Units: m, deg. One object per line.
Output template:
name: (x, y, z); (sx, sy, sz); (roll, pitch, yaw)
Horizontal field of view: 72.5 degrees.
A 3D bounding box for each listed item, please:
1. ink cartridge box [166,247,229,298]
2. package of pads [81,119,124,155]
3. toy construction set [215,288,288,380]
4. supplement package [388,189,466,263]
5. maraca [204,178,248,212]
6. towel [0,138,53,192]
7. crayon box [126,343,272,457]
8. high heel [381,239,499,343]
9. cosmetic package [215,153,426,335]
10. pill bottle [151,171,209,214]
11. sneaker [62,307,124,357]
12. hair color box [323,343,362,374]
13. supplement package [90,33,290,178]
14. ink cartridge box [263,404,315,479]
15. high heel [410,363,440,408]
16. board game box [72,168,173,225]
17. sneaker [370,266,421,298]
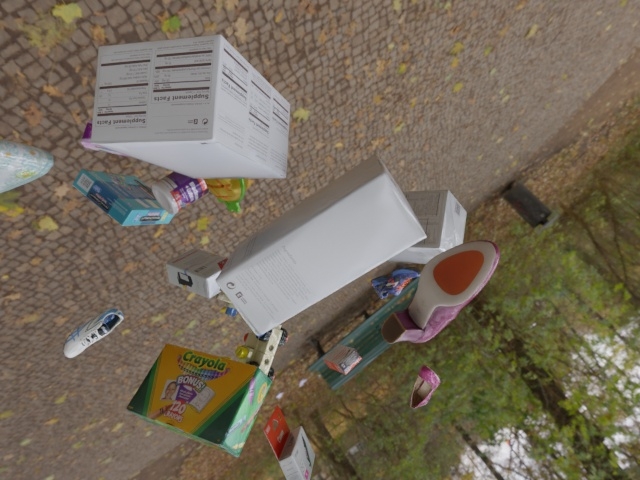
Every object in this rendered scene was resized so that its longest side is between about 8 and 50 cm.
ink cartridge box: (-0.362, 0.096, 1.337); (0.127, 0.175, 0.073); (-34, 131, -49)
package of pads: (-0.384, -0.186, 0.795); (0.083, 0.050, 0.032); (11, 165, -4)
toy construction set: (-0.207, 0.285, 1.159); (0.151, 0.215, 0.328); (10, 87, -43)
supplement package: (0.324, -0.040, 1.473); (0.199, 0.262, 0.198); (30, 67, -50)
maraca: (-0.232, -0.143, 1.072); (0.099, 0.127, 0.186); (-36, 160, -31)
towel: (-0.971, -0.170, 1.153); (0.374, 0.090, 0.320); (-23, -179, 8)
crayon box: (-0.264, 0.339, 0.955); (0.165, 0.278, 0.081); (-65, 145, -33)
high heel: (0.308, 0.124, 1.045); (0.181, 0.127, 0.377); (-1, 145, -39)
cosmetic package: (0.000, 0.000, 0.893); (0.384, 0.156, 0.217); (-30, -164, 15)
pill bottle: (-0.398, -0.172, 1.321); (0.193, 0.108, 0.108); (-41, 161, -29)
sneaker: (-0.846, 0.342, 1.630); (0.237, 0.086, 0.085); (-46, 125, -33)
hair color box: (0.084, 0.467, 1.723); (0.093, 0.053, 0.167); (-39, -174, -19)
supplement package: (-0.192, -0.195, 0.715); (0.203, 0.145, 0.262); (2, 177, 17)
ink cartridge box: (-0.107, 0.745, 1.606); (0.060, 0.239, 0.275); (-26, 175, 3)
high heel: (0.365, 0.534, 1.584); (0.117, 0.082, 0.244); (-41, 150, -16)
board game box: (-0.774, -0.168, 1.766); (0.079, 0.253, 0.336); (-52, 174, 9)
sneaker: (0.285, 0.154, 1.604); (0.083, 0.087, 0.221); (-6, 164, -40)
